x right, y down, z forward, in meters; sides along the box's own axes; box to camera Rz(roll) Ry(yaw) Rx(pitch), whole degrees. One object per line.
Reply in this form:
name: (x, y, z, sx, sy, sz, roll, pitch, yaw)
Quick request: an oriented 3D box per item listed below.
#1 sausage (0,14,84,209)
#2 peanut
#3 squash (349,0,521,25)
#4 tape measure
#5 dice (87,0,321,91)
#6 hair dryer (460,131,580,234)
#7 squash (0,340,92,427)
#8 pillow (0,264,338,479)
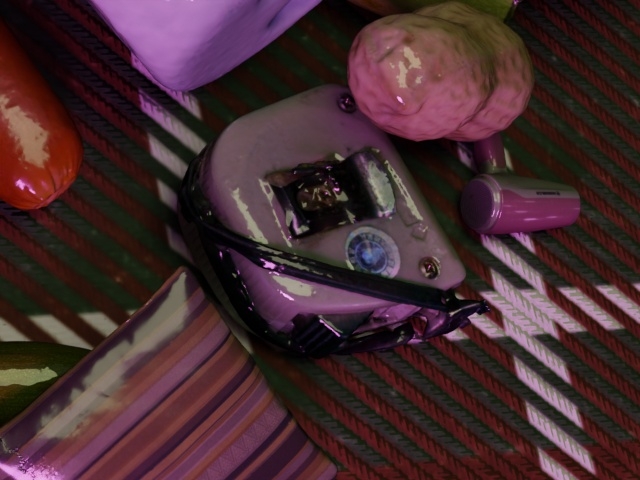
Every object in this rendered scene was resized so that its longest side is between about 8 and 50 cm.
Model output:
sausage: (-0.288, -0.153, 1.544, 0.089, 0.083, 0.300, -26, 77, -28)
peanut: (0.097, -0.144, 1.646, 0.256, 0.123, 0.123, -3, 64, -63)
squash: (0.057, -0.268, 1.748, 0.247, 0.132, 0.132, 21, 59, -16)
tape measure: (0.000, 0.000, 1.598, 0.207, 0.115, 0.235, -23, 79, -36)
dice: (-0.102, -0.295, 1.545, 0.264, 0.262, 0.268, -41, 84, -2)
hair dryer: (0.165, -0.078, 1.763, 0.106, 0.054, 0.154, -4, 64, -33)
squash: (-0.189, 0.120, 1.470, 0.318, 0.071, 0.080, 13, 96, -25)
pillow: (-0.116, 0.164, 1.440, 0.208, 0.052, 0.212, -42, 108, -17)
